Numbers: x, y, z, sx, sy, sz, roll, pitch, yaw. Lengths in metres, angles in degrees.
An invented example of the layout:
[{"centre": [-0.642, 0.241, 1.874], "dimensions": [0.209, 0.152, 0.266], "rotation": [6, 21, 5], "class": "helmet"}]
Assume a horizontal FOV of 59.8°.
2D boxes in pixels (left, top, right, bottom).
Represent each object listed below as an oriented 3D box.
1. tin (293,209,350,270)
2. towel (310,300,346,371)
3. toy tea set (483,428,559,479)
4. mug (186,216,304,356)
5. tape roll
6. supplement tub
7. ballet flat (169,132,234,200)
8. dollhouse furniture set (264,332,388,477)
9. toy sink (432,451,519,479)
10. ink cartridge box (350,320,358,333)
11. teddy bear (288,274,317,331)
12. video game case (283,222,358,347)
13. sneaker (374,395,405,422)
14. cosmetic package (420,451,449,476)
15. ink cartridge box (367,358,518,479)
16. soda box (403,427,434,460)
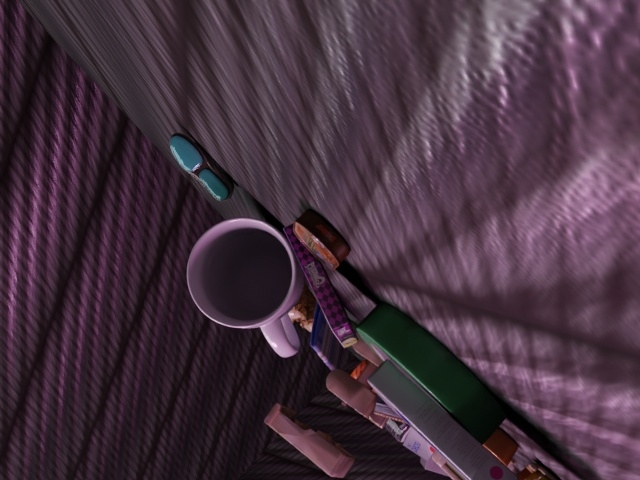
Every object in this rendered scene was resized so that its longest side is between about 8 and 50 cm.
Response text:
[{"centre": [0.000, 0.000, 0.970], "dimensions": [0.106, 0.040, 0.189], "rotation": [40, 172, 2], "class": "tin"}, {"centre": [0.024, 0.261, 1.668], "dimensions": [0.034, 0.209, 0.285], "rotation": [3, 154, 17], "class": "towel"}, {"centre": [0.380, 0.493, 1.242], "dimensions": [0.336, 0.124, 0.200], "rotation": [39, 170, 35], "class": "toy tea set"}, {"centre": [-0.157, 0.141, 1.508], "dimensions": [0.374, 0.276, 0.328], "rotation": [63, -178, 10], "class": "mug"}, {"centre": [0.209, 0.259, 1.091], "dimensions": [0.321, 0.077, 0.321], "rotation": [43, 171, 8], "class": "tape roll"}, {"centre": [0.271, 0.624, 2.218], "dimensions": [0.316, 0.193, 0.193], "rotation": [42, 171, 27], "class": "supplement tub"}, {"centre": [-0.304, -0.192, 1.435], "dimensions": [0.213, 0.072, 0.068], "rotation": [50, -159, -17], "class": "ballet flat"}, {"centre": [0.065, 0.468, 1.691], "dimensions": [0.256, 0.394, 0.362], "rotation": [31, 168, 25], "class": "dollhouse furniture set"}, {"centre": [0.453, 0.669, 1.682], "dimensions": [0.234, 0.153, 0.131], "rotation": [39, 170, 42], "class": "toy sink"}, {"centre": [0.111, 0.339, 2.040], "dimensions": [0.109, 0.062, 0.209], "rotation": [47, 172, -24], "class": "ink cartridge box"}, {"centre": [-0.066, 0.185, 1.813], "dimensions": [0.245, 0.113, 0.338], "rotation": [35, -172, -5], "class": "teddy bear"}, {"centre": [0.005, 0.097, 1.151], "dimensions": [0.232, 0.042, 0.210], "rotation": [63, 179, 21], "class": "video game case"}, {"centre": [0.291, 0.407, 1.431], "dimensions": [0.282, 0.153, 0.099], "rotation": [12, 162, 10], "class": "sneaker"}, {"centre": [0.478, 0.773, 1.937], "dimensions": [0.238, 0.107, 0.127], "rotation": [14, 169, 2], "class": "cosmetic package"}, {"centre": [0.245, 0.371, 0.975], "dimensions": [0.371, 0.069, 0.175], "rotation": [42, 171, 34], "class": "ink cartridge box"}, {"centre": [0.337, 0.589, 1.733], "dimensions": [0.098, 0.091, 0.286], "rotation": [29, 149, 17], "class": "soda box"}]
